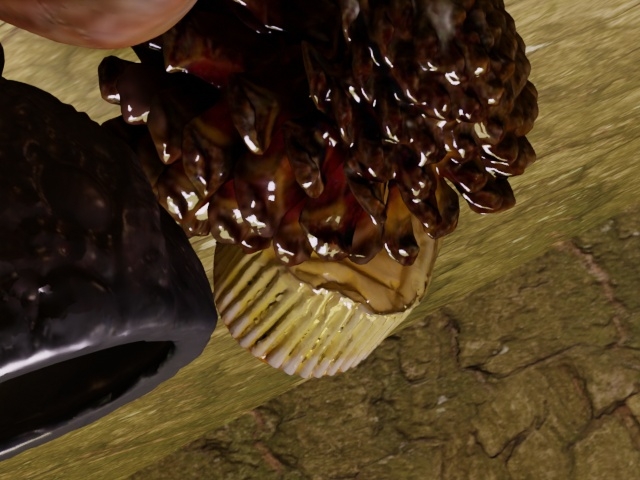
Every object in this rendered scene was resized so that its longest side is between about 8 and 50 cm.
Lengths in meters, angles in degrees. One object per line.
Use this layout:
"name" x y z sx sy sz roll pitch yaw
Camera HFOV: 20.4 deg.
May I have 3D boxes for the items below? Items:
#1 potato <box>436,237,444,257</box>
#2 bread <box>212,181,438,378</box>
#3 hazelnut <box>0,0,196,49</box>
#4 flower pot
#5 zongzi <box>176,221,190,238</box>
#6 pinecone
"potato" 0.004 -0.011 1.775 0.203 0.178 0.158 -2 169 39
"bread" 0.000 0.000 1.566 0.179 0.250 0.133 23 135 -15
"hazelnut" -0.078 -0.180 0.646 0.210 0.210 0.186 -32 -165 36
"flower pot" -0.217 -0.024 0.916 0.267 0.267 0.266 -22 170 -4
"zongzi" -0.099 -0.059 1.531 0.187 0.084 0.184 -32 -178 12
"pinecone" -0.010 -0.096 1.143 0.292 0.246 0.246 -8 180 34
